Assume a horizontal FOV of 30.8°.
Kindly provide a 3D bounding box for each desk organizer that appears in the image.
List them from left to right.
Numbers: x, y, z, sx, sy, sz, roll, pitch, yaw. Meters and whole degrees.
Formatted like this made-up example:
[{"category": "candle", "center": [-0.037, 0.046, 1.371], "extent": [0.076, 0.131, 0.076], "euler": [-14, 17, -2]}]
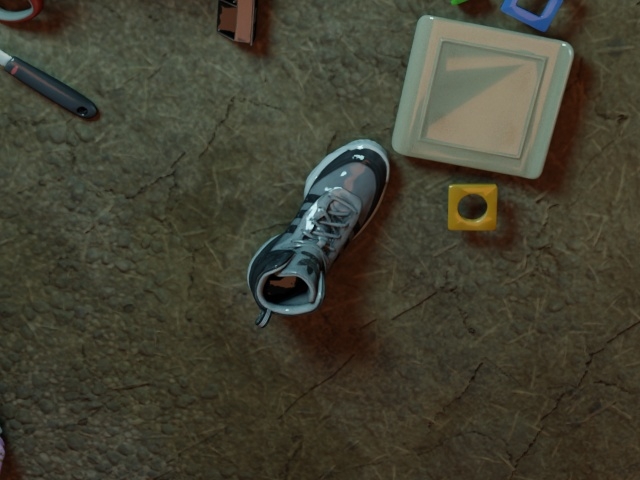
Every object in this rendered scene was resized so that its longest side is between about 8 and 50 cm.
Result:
[{"category": "desk organizer", "center": [-0.101, -0.308, 1.411], "extent": [0.050, 0.047, 0.130], "euler": [6, 112, 1]}]

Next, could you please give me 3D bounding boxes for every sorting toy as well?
[{"category": "sorting toy", "center": [0.201, -0.180, 1.462], "extent": [0.196, 0.047, 0.348], "euler": [12, 112, 1]}]

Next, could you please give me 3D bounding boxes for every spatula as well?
[{"category": "spatula", "center": [-0.406, -0.239, 1.446], "extent": [0.296, 0.030, 0.084], "euler": [36, 126, -16]}]

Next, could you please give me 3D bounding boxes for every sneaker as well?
[{"category": "sneaker", "center": [0.000, 0.000, 1.479], "extent": [0.101, 0.153, 0.268], "euler": [34, 109, -13]}]

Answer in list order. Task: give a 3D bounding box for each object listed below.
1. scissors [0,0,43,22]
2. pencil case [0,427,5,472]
[{"category": "scissors", "center": [-0.311, -0.309, 1.334], "extent": [0.297, 0.021, 0.109], "euler": [-2, 135, 38]}, {"category": "pencil case", "center": [-0.535, 0.165, 1.548], "extent": [0.160, 0.167, 0.386], "euler": [-3, 113, 8]}]
